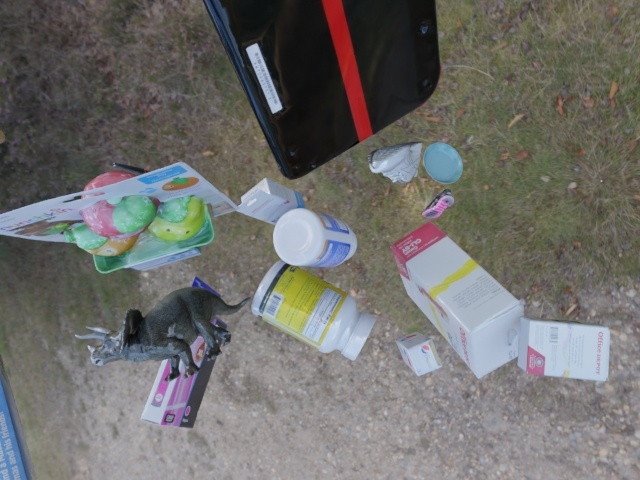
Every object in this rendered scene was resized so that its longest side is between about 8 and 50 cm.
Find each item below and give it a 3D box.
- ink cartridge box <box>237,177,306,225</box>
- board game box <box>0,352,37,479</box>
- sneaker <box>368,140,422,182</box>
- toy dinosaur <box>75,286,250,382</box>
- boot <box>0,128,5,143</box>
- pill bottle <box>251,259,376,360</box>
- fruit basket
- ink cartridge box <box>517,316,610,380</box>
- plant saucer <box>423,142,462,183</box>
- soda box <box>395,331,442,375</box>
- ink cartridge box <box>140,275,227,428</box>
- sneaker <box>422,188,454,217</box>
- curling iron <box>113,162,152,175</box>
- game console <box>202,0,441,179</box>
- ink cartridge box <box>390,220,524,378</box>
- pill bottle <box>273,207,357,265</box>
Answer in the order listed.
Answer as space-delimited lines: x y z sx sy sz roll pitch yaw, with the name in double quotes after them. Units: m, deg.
-0.141 -0.107 1.175 0.104 0.181 0.061 -33 59 27 "ink cartridge box"
-0.247 0.150 0.323 0.211 0.039 0.160 52 137 24 "board game box"
0.248 -0.237 1.340 0.111 0.297 0.129 3 106 37 "sneaker"
-0.250 0.154 0.789 0.121 0.314 0.160 -23 96 55 "toy dinosaur"
-0.915 -0.239 0.962 0.296 0.211 0.104 10 116 3 "boot"
-0.017 0.209 1.259 0.334 0.188 0.187 28 112 8 "pill bottle"
-0.331 -0.033 0.751 0.328 0.353 0.165 -16 90 -1 "fruit basket"
0.574 0.255 1.019 0.175 0.072 0.127 4 88 7 "ink cartridge box"
0.329 -0.207 1.163 0.119 0.120 0.021 68 160 7 "plant saucer"
0.259 0.298 1.149 0.069 0.216 0.073 -22 83 0 "soda box"
-0.337 0.296 1.136 0.069 0.175 0.370 6 66 15 "ink cartridge box"
0.349 -0.111 1.276 0.119 0.047 0.057 -43 33 47 "sneaker"
-0.715 -0.273 1.759 0.068 0.274 0.035 41 103 36 "curling iron"
0.027 -0.314 0.645 0.342 0.386 0.060 -31 46 -7 "game console"
0.397 0.169 1.270 0.161 0.279 0.384 -31 43 -4 "ink cartridge box"
0.000 0.000 1.210 0.153 0.272 0.152 -3 84 27 "pill bottle"
